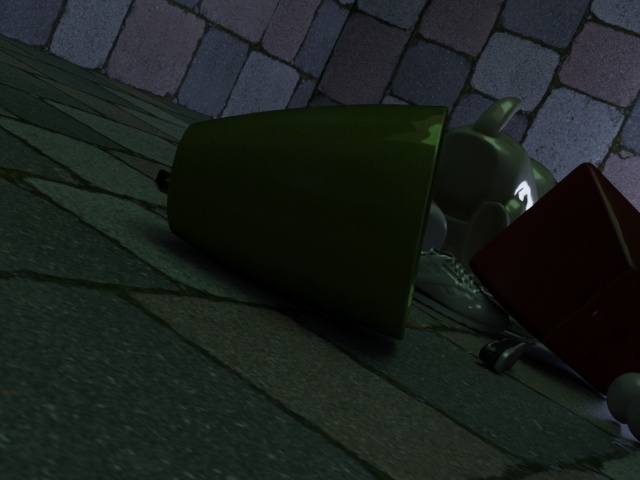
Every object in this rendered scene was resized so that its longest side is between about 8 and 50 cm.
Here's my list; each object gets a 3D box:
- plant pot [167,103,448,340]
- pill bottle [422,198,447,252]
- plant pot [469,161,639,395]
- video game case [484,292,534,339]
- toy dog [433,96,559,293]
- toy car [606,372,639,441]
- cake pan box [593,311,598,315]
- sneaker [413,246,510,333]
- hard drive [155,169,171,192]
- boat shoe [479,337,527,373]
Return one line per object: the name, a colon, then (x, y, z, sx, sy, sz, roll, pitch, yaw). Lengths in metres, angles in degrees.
plant pot: (-0.020, -0.048, 1.179, 0.293, 0.275, 0.275, 11, 5, 7)
pill bottle: (0.109, -0.080, 1.846, 0.162, 0.162, 0.278, 20, 28, -38)
plant pot: (0.445, 0.086, 1.623, 0.267, 0.267, 0.236, 39, 19, -24)
video game case: (0.287, 0.113, 1.922, 0.206, 0.026, 0.227, 24, 6, -15)
toy dog: (0.345, -0.092, 2.078, 0.284, 0.396, 0.408, 14, 5, 31)
toy car: (0.497, 0.222, 1.373, 0.159, 0.136, 0.182, 24, 7, -7)
cake pan box: (0.535, 0.141, 1.969, 0.266, 0.070, 0.246, 17, 39, -47)
sneaker: (0.216, 0.074, 1.668, 0.235, 0.095, 0.090, 28, 5, 7)
hard drive: (-0.192, -0.072, 1.586, 0.135, 0.022, 0.094, 23, 7, -18)
boat shoe: (0.252, 0.156, 1.388, 0.038, 0.046, 0.125, 33, 17, 21)
